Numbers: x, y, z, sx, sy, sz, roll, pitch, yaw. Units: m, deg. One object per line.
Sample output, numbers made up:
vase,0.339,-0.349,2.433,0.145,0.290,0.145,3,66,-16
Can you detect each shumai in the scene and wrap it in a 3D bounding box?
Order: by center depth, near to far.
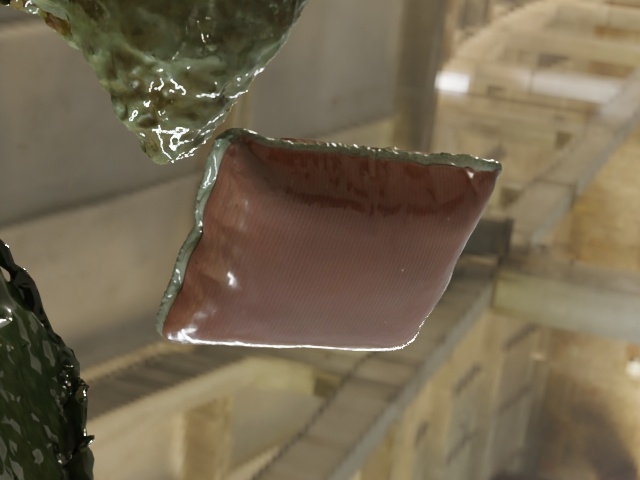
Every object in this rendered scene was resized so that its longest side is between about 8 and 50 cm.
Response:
shumai,-0.128,-0.203,1.241,0.260,0.222,0.225,-37,23,42

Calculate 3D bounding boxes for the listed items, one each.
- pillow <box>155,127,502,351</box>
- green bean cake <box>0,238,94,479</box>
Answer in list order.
pillow,0.000,0.000,0.982,0.075,0.179,0.171,-109,32,-43
green bean cake,-0.195,0.041,0.599,0.255,0.132,0.241,56,-170,-30
